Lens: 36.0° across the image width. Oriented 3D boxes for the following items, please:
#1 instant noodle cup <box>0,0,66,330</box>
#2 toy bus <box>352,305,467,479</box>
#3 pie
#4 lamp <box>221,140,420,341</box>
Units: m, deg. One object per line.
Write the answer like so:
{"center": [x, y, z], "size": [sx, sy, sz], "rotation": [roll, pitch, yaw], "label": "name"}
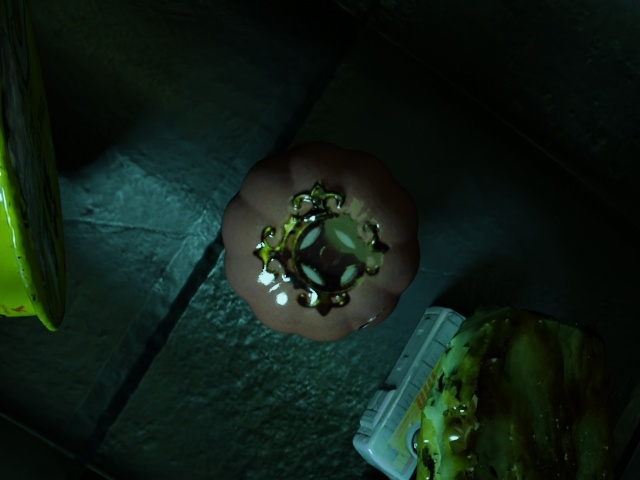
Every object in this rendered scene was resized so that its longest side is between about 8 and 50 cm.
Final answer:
{"center": [-0.331, -0.078, 0.694], "size": [0.254, 0.325, 0.325], "rotation": [-7, 91, -9], "label": "instant noodle cup"}
{"center": [0.097, 0.148, 0.954], "size": [0.072, 0.057, 0.172], "rotation": [35, 77, -12], "label": "toy bus"}
{"center": [0.181, 0.208, 0.910], "size": [0.355, 0.103, 0.288], "rotation": [15, 84, -52], "label": "pie"}
{"center": [0.000, 0.000, 0.889], "size": [0.182, 0.140, 0.182], "rotation": [0, 97, -2], "label": "lamp"}
